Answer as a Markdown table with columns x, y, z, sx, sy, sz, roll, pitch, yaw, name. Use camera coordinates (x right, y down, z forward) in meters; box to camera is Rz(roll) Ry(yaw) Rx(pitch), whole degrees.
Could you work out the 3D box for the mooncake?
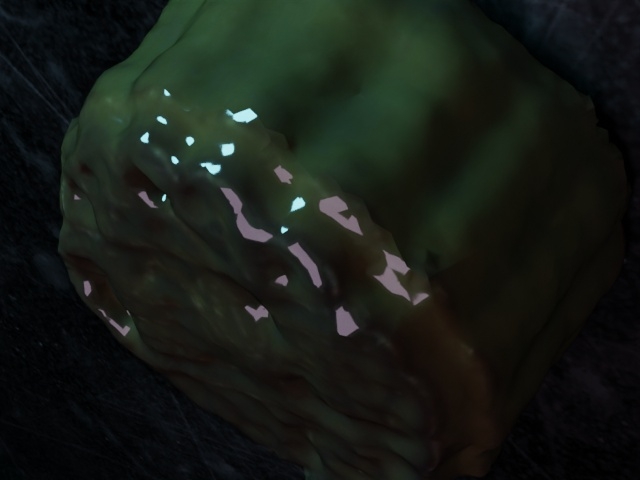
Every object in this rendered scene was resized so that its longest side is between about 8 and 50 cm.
| x | y | z | sx | sy | sz | roll | pitch | yaw | name |
| --- | --- | --- | --- | --- | --- | --- | --- | --- | --- |
| -0.001 | -0.001 | 0.662 | 0.324 | 0.187 | 0.324 | 29 | 149 | 20 | mooncake |
